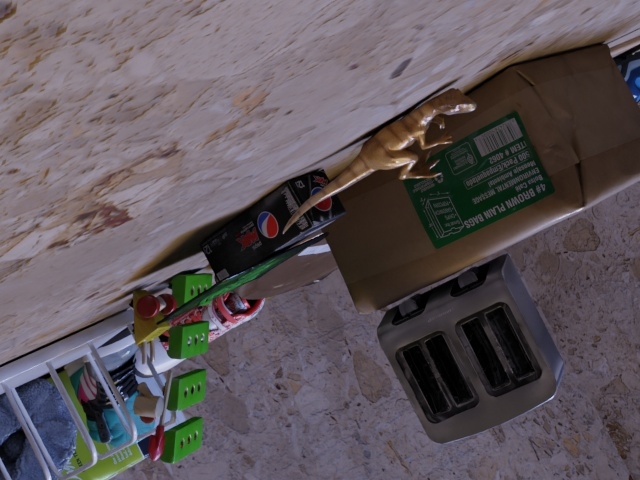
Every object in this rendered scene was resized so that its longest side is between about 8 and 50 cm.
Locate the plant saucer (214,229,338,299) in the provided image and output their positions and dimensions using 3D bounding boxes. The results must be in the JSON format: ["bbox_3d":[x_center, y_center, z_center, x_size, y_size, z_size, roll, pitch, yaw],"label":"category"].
[{"bbox_3d":[-0.016,0.013,1.382,0.278,0.041,0.278,-24,165,-7],"label":"plant saucer"}]

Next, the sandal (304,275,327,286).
[{"bbox_3d":[0.000,0.000,1.541,0.090,0.060,0.219,27,119,-40],"label":"sandal"}]

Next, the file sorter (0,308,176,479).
[{"bbox_3d":[-0.372,0.244,1.340,0.278,0.173,0.193,-24,174,-38],"label":"file sorter"}]

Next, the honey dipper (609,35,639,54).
[{"bbox_3d":[0.412,-0.258,1.231,0.161,0.030,0.030,-23,175,-20],"label":"honey dipper"}]

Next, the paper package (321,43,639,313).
[{"bbox_3d":[0.199,-0.072,1.164,0.325,0.168,0.309,-30,176,39],"label":"paper package"}]

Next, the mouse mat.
[{"bbox_3d":[-0.088,0.043,1.076,0.153,0.007,0.190,-25,177,-35],"label":"mouse mat"}]

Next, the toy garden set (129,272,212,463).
[{"bbox_3d":[-0.203,0.165,1.268,0.049,0.244,0.204,4,180,12],"label":"toy garden set"}]

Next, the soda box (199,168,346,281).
[{"bbox_3d":[-0.053,-0.012,1.032,0.060,0.053,0.169,-24,175,-46],"label":"soda box"}]

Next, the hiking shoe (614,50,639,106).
[{"bbox_3d":[0.408,-0.178,1.462,0.304,0.132,0.113,-28,176,-1],"label":"hiking shoe"}]

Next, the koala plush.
[{"bbox_3d":[-0.489,0.322,1.494,0.221,0.196,0.203,-34,-158,51],"label":"koala plush"}]

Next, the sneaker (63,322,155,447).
[{"bbox_3d":[-0.334,0.250,1.615,0.124,0.178,0.295,-26,175,-29],"label":"sneaker"}]

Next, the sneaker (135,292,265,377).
[{"bbox_3d":[-0.220,0.148,1.769,0.270,0.090,0.145,-29,177,-33],"label":"sneaker"}]

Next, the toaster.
[{"bbox_3d":[0.174,0.131,1.116,0.168,0.185,0.110,-27,180,19],"label":"toaster"}]

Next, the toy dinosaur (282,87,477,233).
[{"bbox_3d":[0.057,-0.083,0.945,0.211,0.064,0.112,-38,155,18],"label":"toy dinosaur"}]

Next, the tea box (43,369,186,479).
[{"bbox_3d":[-0.490,0.374,1.883,0.324,0.220,0.329,-24,175,-39],"label":"tea box"}]
